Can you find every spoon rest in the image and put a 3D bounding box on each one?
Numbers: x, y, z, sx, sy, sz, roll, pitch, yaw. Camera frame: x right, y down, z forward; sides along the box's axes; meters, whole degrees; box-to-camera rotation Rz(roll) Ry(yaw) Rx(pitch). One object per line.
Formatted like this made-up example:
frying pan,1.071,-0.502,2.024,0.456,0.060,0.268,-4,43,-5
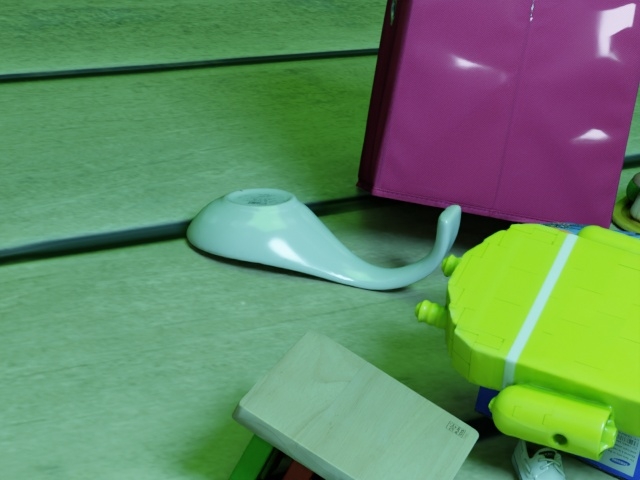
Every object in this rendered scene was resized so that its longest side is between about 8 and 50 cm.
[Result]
spoon rest,0.000,0.000,1.697,0.276,0.084,0.137,4,18,18

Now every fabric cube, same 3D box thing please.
fabric cube,0.187,-0.156,1.820,0.259,0.258,0.254,11,4,-4

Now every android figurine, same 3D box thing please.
android figurine,0.217,0.073,1.414,0.273,0.056,0.248,15,45,16

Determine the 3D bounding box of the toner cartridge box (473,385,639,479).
toner cartridge box,0.297,0.105,1.567,0.165,0.075,0.348,25,26,27

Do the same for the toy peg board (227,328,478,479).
toy peg board,0.017,0.165,1.307,0.161,0.079,0.161,32,26,8

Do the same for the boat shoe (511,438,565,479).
boat shoe,0.179,0.184,1.368,0.035,0.035,0.100,8,22,-10

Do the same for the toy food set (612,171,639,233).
toy food set,0.412,-0.047,1.997,0.128,0.071,0.218,20,24,20

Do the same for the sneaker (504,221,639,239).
sneaker,0.266,0.019,1.561,0.221,0.083,0.087,13,16,2
